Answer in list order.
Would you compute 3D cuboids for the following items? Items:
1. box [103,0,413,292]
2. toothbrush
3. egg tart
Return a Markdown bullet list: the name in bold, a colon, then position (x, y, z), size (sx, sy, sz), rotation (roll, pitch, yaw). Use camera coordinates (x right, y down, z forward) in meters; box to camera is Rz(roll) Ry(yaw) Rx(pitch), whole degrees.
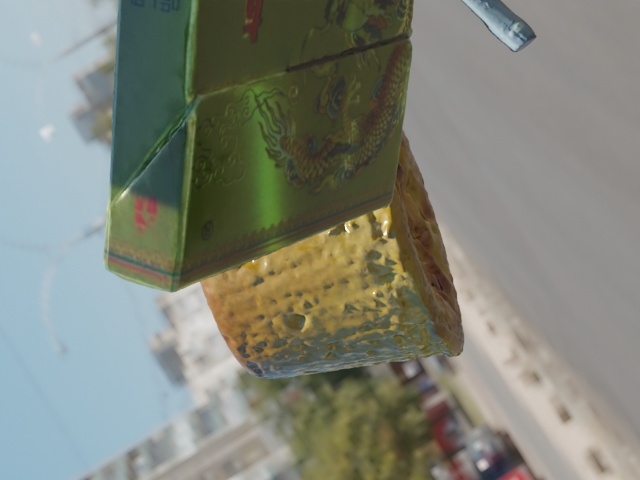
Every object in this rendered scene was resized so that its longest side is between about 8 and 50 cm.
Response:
- **box**: position (-0.014, -0.147, 0.796), size (0.173, 0.043, 0.311), rotation (-22, -58, -55)
- **toothbrush**: position (0.036, -0.184, 1.087), size (0.219, 0.016, 0.019), rotation (45, 162, 2)
- **egg tart**: position (0.000, 0.000, 1.333), size (0.202, 0.147, 0.202), rotation (-18, -90, -79)
